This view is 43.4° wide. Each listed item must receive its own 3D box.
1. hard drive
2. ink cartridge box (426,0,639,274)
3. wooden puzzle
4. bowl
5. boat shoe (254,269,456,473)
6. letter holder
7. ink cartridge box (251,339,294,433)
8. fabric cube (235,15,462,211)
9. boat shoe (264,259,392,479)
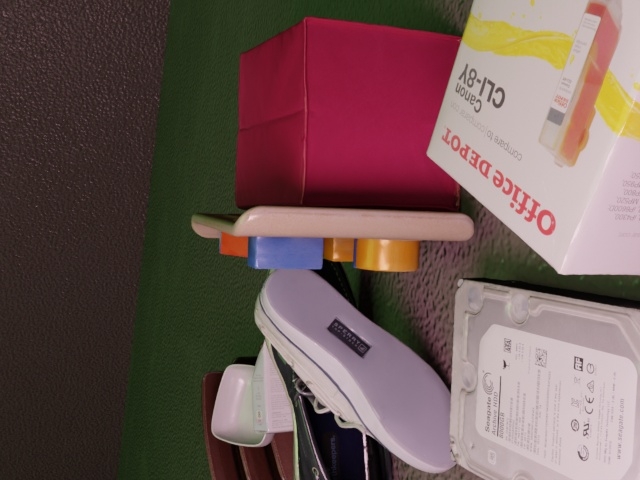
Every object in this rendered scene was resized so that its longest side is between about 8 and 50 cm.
[{"bbox_3d":[0.255,0.170,0.862,0.339,0.064,0.236,-170,82,-66],"label":"hard drive"},{"bbox_3d":[0.276,-0.192,0.771,0.279,0.161,0.384,-125,42,-52],"label":"ink cartridge box"},{"bbox_3d":[0.000,0.000,1.155,0.348,0.322,0.080,179,92,-71],"label":"wooden puzzle"},{"bbox_3d":[-0.125,0.301,1.459,0.142,0.053,0.141,2,73,39],"label":"bowl"},{"bbox_3d":[0.039,0.204,1.167,0.367,0.136,0.156,41,145,5],"label":"boat shoe"},{"bbox_3d":[-0.100,0.357,1.532,0.152,0.215,0.301,122,141,-50],"label":"letter holder"},{"bbox_3d":[-0.031,0.214,1.414,0.066,0.189,0.232,-19,72,51],"label":"ink cartridge box"},{"bbox_3d":[0.036,-0.166,1.200,0.258,0.254,0.258,-177,88,-64],"label":"fabric cube"},{"bbox_3d":[0.023,0.235,1.316,0.156,0.187,0.499,-17,79,60],"label":"boat shoe"}]
